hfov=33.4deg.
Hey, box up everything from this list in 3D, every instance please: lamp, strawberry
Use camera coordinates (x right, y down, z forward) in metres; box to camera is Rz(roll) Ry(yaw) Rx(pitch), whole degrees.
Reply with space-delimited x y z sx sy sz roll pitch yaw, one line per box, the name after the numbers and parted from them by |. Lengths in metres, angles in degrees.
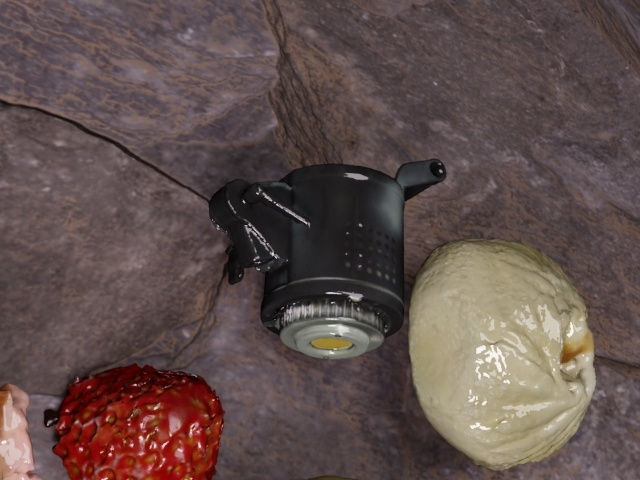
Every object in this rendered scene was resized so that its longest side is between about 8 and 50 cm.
0.028 0.034 1.541 0.374 0.205 0.272 -3 73 -37 | lamp
-0.204 0.221 1.312 0.234 0.178 0.233 20 48 -24 | strawberry

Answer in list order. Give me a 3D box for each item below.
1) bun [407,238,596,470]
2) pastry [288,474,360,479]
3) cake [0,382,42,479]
0.287 0.157 1.586 0.352 0.227 0.348 -42 116 -56 | bun
-0.025 0.464 1.239 0.389 0.313 0.388 6 77 -29 | pastry
-0.445 0.277 1.051 0.293 0.314 0.306 8 63 -33 | cake
